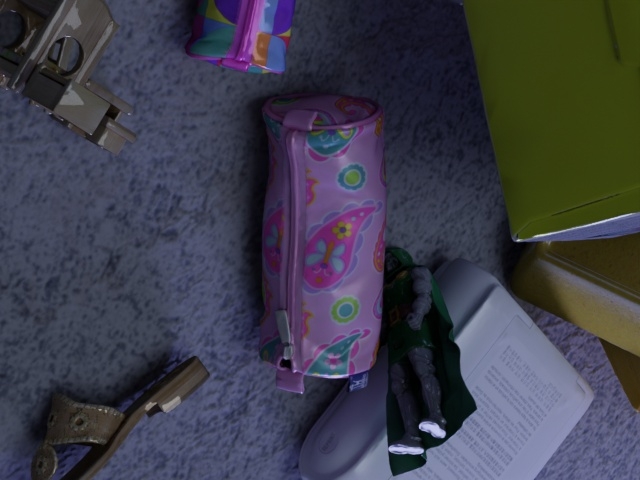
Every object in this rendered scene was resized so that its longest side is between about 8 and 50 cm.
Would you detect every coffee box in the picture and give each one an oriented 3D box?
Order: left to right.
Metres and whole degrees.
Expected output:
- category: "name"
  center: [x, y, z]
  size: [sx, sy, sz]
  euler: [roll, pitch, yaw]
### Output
- category: "coffee box"
  center: [0.342, -0.197, 1.573]
  size: [0.334, 0.338, 0.337]
  euler: [-3, 81, -66]

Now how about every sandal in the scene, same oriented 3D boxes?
- category: "sandal"
  center: [-0.215, 0.167, 1.622]
  size: [0.240, 0.088, 0.079]
  euler: [-40, 97, -27]

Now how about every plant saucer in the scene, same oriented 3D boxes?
- category: "plant saucer"
  center: [0.376, -0.039, 1.805]
  size: [0.081, 0.333, 0.333]
  euler: [21, 95, -54]

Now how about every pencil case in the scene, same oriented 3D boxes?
- category: "pencil case"
  center: [-0.053, -0.264, 1.534]
  size: [0.104, 0.104, 0.236]
  euler: [0, 108, -38]
- category: "pencil case"
  center: [0.000, 0.000, 1.673]
  size: [0.124, 0.124, 0.284]
  euler: [-13, 117, -34]

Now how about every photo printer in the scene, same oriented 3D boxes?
- category: "photo printer"
  center: [0.130, 0.208, 1.871]
  size: [0.307, 0.107, 0.256]
  euler: [-52, 129, -8]

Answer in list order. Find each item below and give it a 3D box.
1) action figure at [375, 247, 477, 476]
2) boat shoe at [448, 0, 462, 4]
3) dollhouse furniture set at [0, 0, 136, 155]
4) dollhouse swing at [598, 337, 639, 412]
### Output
- category: "action figure"
  center: [0.089, 0.102, 1.747]
  size: [0.063, 0.232, 0.137]
  euler: [23, 133, -32]
- category: "boat shoe"
  center: [0.107, -0.284, 1.658]
  size: [0.091, 0.109, 0.305]
  euler: [-28, 151, 24]
- category: "dollhouse furniture set"
  center: [-0.178, -0.136, 1.434]
  size: [0.161, 0.182, 0.101]
  euler: [33, 87, -41]
- category: "dollhouse swing"
  center: [0.510, 0.031, 1.967]
  size: [0.347, 0.315, 0.305]
  euler: [21, 127, -42]
